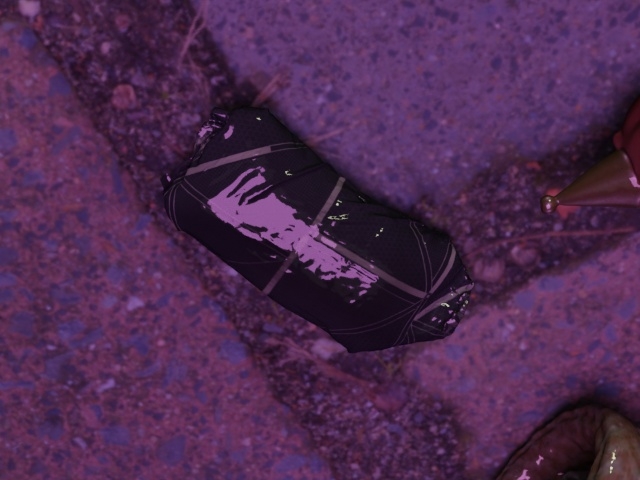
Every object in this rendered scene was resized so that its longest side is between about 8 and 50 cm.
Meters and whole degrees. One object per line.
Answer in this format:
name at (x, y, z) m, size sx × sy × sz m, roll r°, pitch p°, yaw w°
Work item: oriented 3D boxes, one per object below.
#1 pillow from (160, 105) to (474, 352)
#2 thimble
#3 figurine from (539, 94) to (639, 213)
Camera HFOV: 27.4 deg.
pillow at (0.000, 0.000, 1.333) m, size 0.335 × 0.092 × 0.161 m, roll 36°, pitch 106°, yaw -11°
thimble at (0.280, 0.293, 1.377) m, size 0.148 × 0.196 × 0.229 m, roll 36°, pitch 109°, yaw -12°
figurine at (0.397, -0.092, 1.230) m, size 0.387 × 0.166 × 0.207 m, roll -7°, pitch 95°, yaw 3°
